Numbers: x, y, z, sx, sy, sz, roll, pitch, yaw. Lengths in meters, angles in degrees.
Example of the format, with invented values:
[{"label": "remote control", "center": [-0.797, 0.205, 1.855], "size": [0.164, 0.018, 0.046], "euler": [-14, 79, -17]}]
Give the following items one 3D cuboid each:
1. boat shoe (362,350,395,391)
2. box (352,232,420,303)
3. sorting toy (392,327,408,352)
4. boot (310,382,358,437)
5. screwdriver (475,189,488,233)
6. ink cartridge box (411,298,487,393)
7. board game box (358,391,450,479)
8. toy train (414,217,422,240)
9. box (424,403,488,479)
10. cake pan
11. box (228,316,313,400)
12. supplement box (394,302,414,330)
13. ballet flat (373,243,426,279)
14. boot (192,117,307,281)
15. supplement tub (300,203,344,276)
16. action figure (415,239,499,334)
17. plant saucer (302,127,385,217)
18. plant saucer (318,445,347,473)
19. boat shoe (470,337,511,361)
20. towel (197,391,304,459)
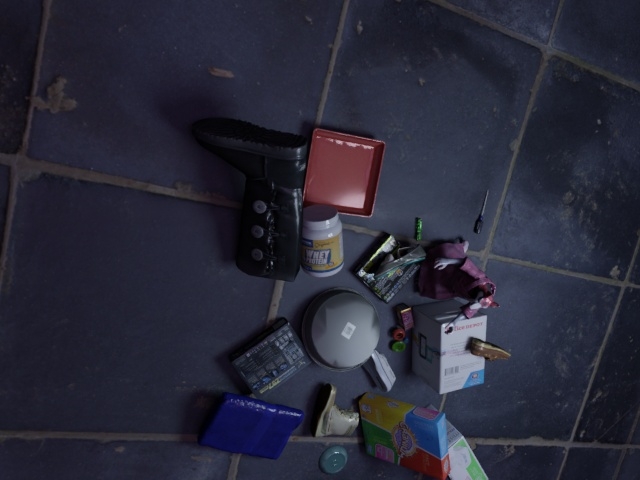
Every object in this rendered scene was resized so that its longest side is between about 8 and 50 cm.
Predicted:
[{"label": "boat shoe", "center": [0.207, 0.452, 1.859], "size": [0.076, 0.083, 0.226], "euler": [-41, 115, -38]}, {"label": "box", "center": [0.237, 0.101, 1.797], "size": [0.184, 0.045, 0.191], "euler": [43, 86, -21]}, {"label": "sorting toy", "center": [0.296, 0.367, 1.888], "size": [0.061, 0.042, 0.102], "euler": [-3, 116, -4]}, {"label": "boot", "center": [0.065, 0.621, 1.835], "size": [0.165, 0.077, 0.213], "euler": [10, 104, -22]}, {"label": "screwdriver", "center": [0.615, -0.107, 1.902], "size": [0.024, 0.025, 0.170], "euler": [11, 99, -23]}, {"label": "ink cartridge box", "center": [0.472, 0.384, 1.866], "size": [0.198, 0.197, 0.270], "euler": [-6, 104, -21]}, {"label": "board game box", "center": [0.301, 0.703, 1.824], "size": [0.064, 0.316, 0.242], "euler": [-29, 114, -48]}, {"label": "toy train", "center": [0.357, -0.040, 1.824], "size": [0.023, 0.017, 0.083], "euler": [-5, 104, -30]}, {"label": "box", "center": [0.491, 0.816, 1.958], "size": [0.127, 0.231, 0.262], "euler": [-35, 111, -10]}, {"label": "cake pan", "center": [0.082, 0.308, 1.736], "size": [0.293, 0.054, 0.293], "euler": [2, 85, -19]}, {"label": "box", "center": [-0.166, 0.400, 1.705], "size": [0.232, 0.059, 0.183], "euler": [-35, 112, -11]}, {"label": "supplement box", "center": [0.311, 0.281, 1.861], "size": [0.043, 0.055, 0.083], "euler": [-19, 108, -14]}, {"label": "ballet flat", "center": [0.265, 0.069, 1.748], "size": [0.213, 0.072, 0.068], "euler": [-22, 81, -15]}, {"label": "boot", "center": [-0.216, -0.114, 1.509], "size": [0.146, 0.367, 0.445], "euler": [-45, 147, -49]}, {"label": "supplement tub", "center": [0.000, 0.000, 1.607], "size": [0.144, 0.144, 0.200], "euler": [-15, 121, -17]}, {"label": "action figure", "center": [0.495, 0.158, 1.730], "size": [0.275, 0.370, 0.248], "euler": [-9, 108, -23]}, {"label": "plant saucer", "center": [0.070, -0.219, 1.657], "size": [0.259, 0.048, 0.258], "euler": [6, 100, -21]}, {"label": "plant saucer", "center": [0.053, 0.839, 1.911], "size": [0.119, 0.021, 0.119], "euler": [-5, 104, -19]}, {"label": "boat shoe", "center": [0.597, 0.395, 1.781], "size": [0.178, 0.064, 0.060], "euler": [21, 94, -27]}, {"label": "towel", "center": [-0.236, 0.624, 1.706], "size": [0.308, 0.076, 0.228], "euler": [23, 107, -26]}]
